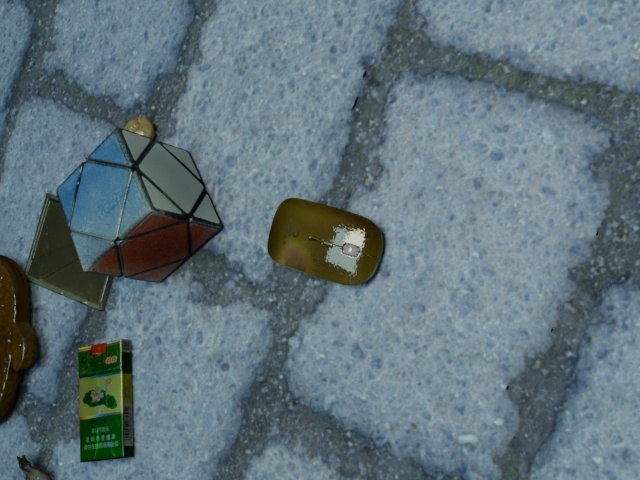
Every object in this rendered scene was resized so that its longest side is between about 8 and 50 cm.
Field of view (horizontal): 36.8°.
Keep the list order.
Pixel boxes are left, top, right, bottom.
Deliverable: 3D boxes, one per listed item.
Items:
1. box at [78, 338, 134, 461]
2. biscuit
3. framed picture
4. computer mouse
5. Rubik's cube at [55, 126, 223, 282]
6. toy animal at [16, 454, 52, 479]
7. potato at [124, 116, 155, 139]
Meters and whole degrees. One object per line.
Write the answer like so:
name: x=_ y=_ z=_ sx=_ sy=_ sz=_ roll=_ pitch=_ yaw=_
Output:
box: x=-0.437 y=0.326 z=1.951 sx=0.132 sy=0.034 sz=0.235 roll=-14 pitch=73 yaw=34
biscuit: x=-0.753 y=0.229 z=2.181 sx=0.350 sy=0.070 sz=0.395 roll=11 pitch=88 yaw=35
framed picture: x=-0.539 y=0.022 z=2.095 sx=0.281 sy=0.019 sz=0.209 roll=18 pitch=92 yaw=37
computer mouse: x=0.000 y=0.000 z=1.686 sx=0.245 sy=0.056 sz=0.126 roll=18 pitch=93 yaw=36
Rubik's cube: x=-0.352 y=-0.062 z=1.859 sx=0.205 sy=0.207 sz=0.205 roll=-40 pitch=62 yaw=25
toy animal: x=-0.587 y=0.517 z=2.007 sx=0.202 sy=0.070 sz=0.105 roll=41 pitch=124 yaw=30
potato: x=-0.381 y=-0.218 z=2.007 sx=0.068 sy=0.062 sz=0.083 roll=59 pitch=138 yaw=45
